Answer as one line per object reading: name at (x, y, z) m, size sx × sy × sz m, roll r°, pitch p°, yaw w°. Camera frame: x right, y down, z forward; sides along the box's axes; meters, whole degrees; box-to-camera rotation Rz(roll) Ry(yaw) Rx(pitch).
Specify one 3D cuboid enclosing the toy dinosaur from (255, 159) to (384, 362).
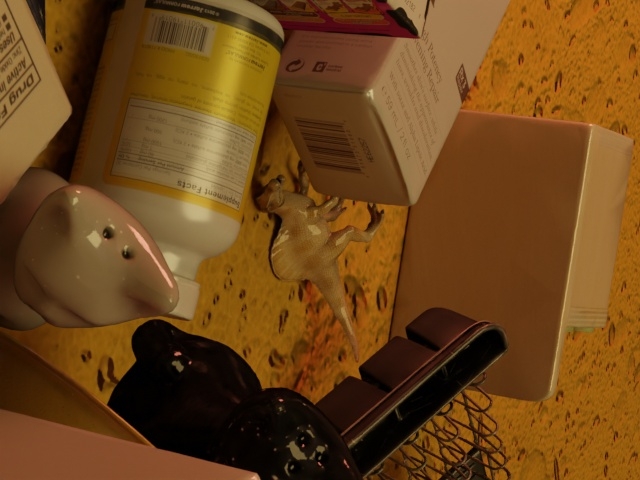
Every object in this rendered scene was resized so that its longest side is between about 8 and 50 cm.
toy dinosaur at (0.000, 0.000, 1.157) m, size 0.092 × 0.053 × 0.183 m, roll -48°, pitch 133°, yaw -22°

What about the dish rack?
dish rack at (0.070, 0.195, 1.240) m, size 0.208 × 0.074 × 0.271 m, roll -38°, pitch 136°, yaw -21°

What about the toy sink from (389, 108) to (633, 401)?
toy sink at (0.167, 0.012, 1.343) m, size 0.131 × 0.152 × 0.234 m, roll 7°, pitch 91°, yaw -62°

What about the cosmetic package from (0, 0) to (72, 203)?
cosmetic package at (-0.230, -0.126, 0.599) m, size 0.153 × 0.129 × 0.296 m, roll -57°, pitch 143°, yaw -39°

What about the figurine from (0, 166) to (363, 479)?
figurine at (-0.087, 0.048, 0.745) m, size 0.092 × 0.209 × 0.215 m, roll -49°, pitch 111°, yaw -17°

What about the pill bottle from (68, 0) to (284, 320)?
pill bottle at (-0.089, -0.051, 0.904) m, size 0.103 × 0.103 × 0.184 m, roll 25°, pitch 77°, yaw -61°

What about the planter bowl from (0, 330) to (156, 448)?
planter bowl at (-0.138, 0.143, 0.784) m, size 0.090 × 0.217 × 0.217 m, roll -49°, pitch 141°, yaw -21°

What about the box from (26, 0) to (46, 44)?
box at (-0.168, -0.182, 0.722) m, size 0.136 × 0.036 × 0.225 m, roll -103°, pitch 177°, yaw -50°

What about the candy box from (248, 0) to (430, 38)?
candy box at (-0.047, -0.194, 0.881) m, size 0.233 × 0.159 × 0.071 m, roll 32°, pitch 68°, yaw -60°

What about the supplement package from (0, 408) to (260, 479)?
supplement package at (-0.171, 0.181, 0.625) m, size 0.175 × 0.293 × 0.177 m, roll -49°, pitch 138°, yaw -44°

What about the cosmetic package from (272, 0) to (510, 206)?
cosmetic package at (0.057, -0.147, 1.068) m, size 0.231 × 0.085 × 0.117 m, roll -63°, pitch 147°, yaw -30°
